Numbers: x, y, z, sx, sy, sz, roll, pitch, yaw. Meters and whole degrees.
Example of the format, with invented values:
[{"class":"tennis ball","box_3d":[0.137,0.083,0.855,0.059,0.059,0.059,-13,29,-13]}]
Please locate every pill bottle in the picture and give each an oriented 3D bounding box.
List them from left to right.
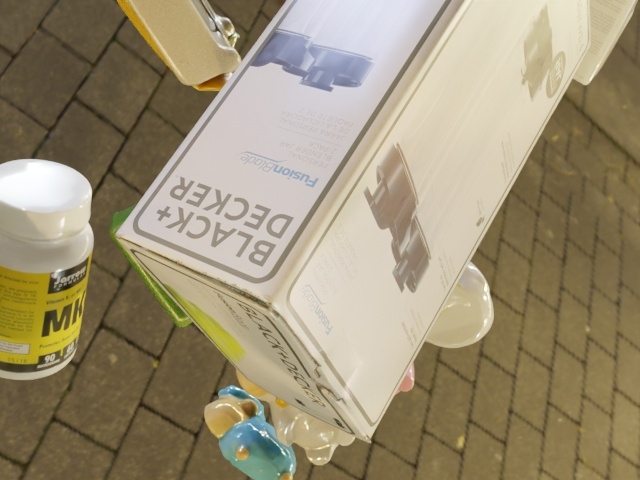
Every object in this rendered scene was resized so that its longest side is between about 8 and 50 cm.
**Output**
[{"class":"pill bottle","box_3d":[-0.297,0.030,0.888,0.119,0.208,0.119,13,33,-8]}]

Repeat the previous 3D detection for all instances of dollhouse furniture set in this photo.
[{"class":"dollhouse furniture set","box_3d":[-0.131,-0.120,0.699,0.301,0.151,0.197,58,5,-21]}]

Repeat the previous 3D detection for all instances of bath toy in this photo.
[{"class":"bath toy","box_3d":[0.030,0.120,0.959,0.151,0.348,0.129,44,19,-19]}]

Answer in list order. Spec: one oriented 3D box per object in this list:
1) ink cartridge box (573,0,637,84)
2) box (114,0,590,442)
[{"class":"ink cartridge box","box_3d":[0.220,-0.250,0.775,0.145,0.179,0.045,33,41,13]},{"class":"box","box_3d":[0.041,-0.061,0.453,0.290,0.087,0.169,-59,150,-18]}]
